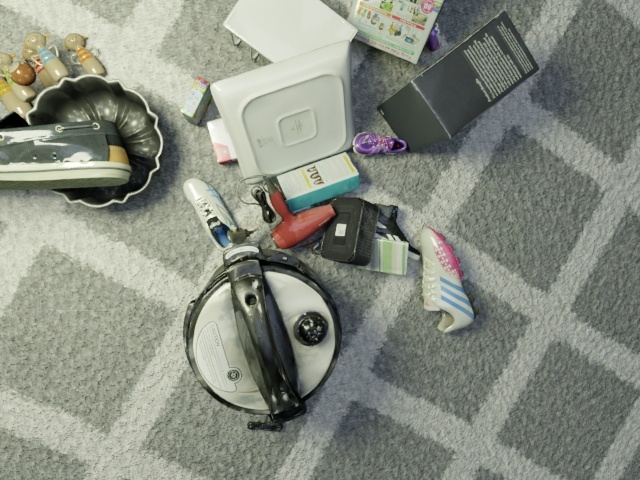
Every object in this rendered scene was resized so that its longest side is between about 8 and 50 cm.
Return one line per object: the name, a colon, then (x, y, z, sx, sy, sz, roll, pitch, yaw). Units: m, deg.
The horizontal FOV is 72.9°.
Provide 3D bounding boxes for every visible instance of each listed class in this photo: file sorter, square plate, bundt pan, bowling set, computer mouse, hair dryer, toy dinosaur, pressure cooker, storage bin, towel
file sorter: (-0.083, -0.536, 1.157, 0.278, 0.173, 0.193, 34, 89, -9)
square plate: (-0.066, -0.302, 1.118, 0.344, 0.347, 0.049, -21, 57, -7)
bundt pan: (-0.568, -0.250, 1.128, 0.331, 0.124, 0.330, -1, 95, -8)
bowling set: (-0.706, -0.438, 1.062, 0.287, 0.200, 0.154, -35, 97, -9)
computer mouse: (-0.146, 0.477, 1.285, 0.106, 0.042, 0.193, 14, 92, -8)
hair dryer: (-0.092, -0.062, 1.151, 0.294, 0.080, 0.223, -2, 139, -28)
toy dinosaur: (0.000, 0.000, 1.277, 0.090, 0.047, 0.082, 28, 71, 1)
pressure cooker: (-0.139, 0.208, 1.077, 0.370, 0.420, 0.375, 31, 90, -10)
storage bin: (0.082, -0.026, 1.223, 0.084, 0.122, 0.180, 18, 81, -48)
towel: (0.180, 0.042, 1.266, 0.152, 0.023, 0.113, 8, 121, 19)

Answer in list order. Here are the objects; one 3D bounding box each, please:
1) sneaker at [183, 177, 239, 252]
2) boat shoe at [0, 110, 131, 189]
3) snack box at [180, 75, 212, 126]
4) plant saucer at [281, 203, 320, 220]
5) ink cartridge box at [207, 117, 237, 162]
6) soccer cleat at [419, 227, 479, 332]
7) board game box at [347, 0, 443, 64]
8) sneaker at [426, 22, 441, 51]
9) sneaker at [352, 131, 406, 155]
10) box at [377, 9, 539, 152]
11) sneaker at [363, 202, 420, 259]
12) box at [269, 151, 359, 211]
sneaker: (-0.300, -0.071, 1.202, 0.085, 0.086, 0.237, -32, 97, -4)
boat shoe: (-0.693, -0.199, 0.965, 0.500, 0.187, 0.156, -4, 89, -14)
snack box: (-0.325, -0.364, 1.148, 0.037, 0.141, 0.100, 25, 90, -11)
plant saucer: (-0.057, -0.077, 1.270, 0.119, 0.021, 0.119, -1, 94, -9)
ink cartridge box: (-0.202, -0.293, 1.210, 0.198, 0.067, 0.115, -15, 96, -6)
soccer cleat: (0.356, 0.127, 1.300, 0.143, 0.116, 0.331, -28, 98, -7)
board game box: (0.220, -0.659, 1.141, 0.224, 0.097, 0.303, 25, 121, 3)
sneaker: (0.250, -0.632, 1.249, 0.104, 0.095, 0.236, -40, 94, 3)
sneaker: (0.173, -0.281, 1.248, 0.170, 0.071, 0.068, -7, 101, -23)
box: (0.351, -0.405, 1.173, 0.294, 0.296, 0.182, -37, 99, -4)
sneaker: (0.224, -0.037, 1.286, 0.217, 0.079, 0.121, 28, 91, -8)
box: (-0.019, -0.160, 1.226, 0.244, 0.060, 0.100, -20, 55, -6)
